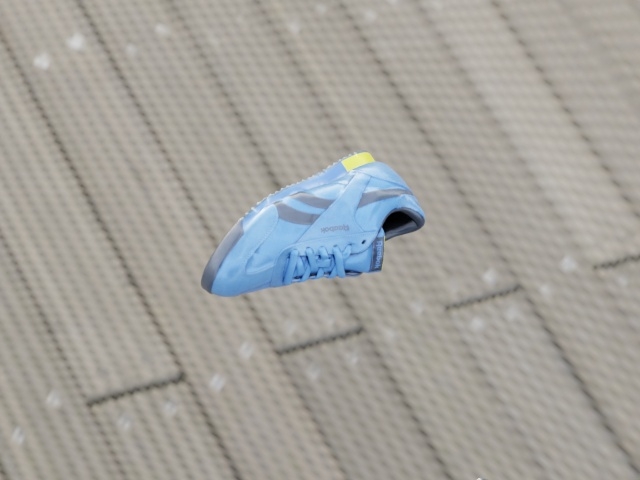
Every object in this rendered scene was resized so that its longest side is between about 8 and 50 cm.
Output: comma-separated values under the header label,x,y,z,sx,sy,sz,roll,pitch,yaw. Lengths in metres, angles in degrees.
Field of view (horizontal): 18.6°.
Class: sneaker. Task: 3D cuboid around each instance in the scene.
label,x,y,z,sx,sy,sz,roll,pitch,yaw
sneaker,0.000,0.000,1.499,0.082,0.069,0.209,44,46,18

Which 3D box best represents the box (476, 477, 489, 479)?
label,x,y,z,sx,sy,sz,roll,pitch,yaw
box,0.209,0.307,1.085,0.296,0.182,0.294,28,7,-44
